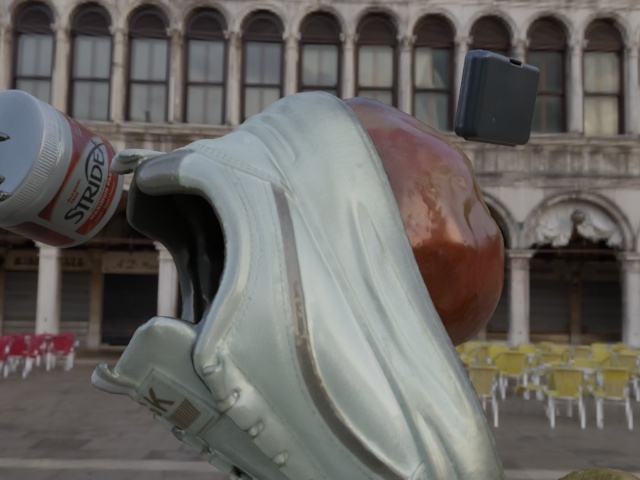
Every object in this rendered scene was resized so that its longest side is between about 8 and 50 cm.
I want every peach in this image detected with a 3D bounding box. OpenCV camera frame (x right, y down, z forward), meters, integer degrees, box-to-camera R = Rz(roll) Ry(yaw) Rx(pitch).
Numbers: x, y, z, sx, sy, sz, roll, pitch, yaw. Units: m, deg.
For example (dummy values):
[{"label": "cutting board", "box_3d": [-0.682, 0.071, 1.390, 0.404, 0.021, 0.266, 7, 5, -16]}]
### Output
[{"label": "peach", "box_3d": [0.048, -0.010, 0.652, 0.214, 0.235, 0.214, -12, -13, -3]}]

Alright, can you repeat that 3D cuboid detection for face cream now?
[{"label": "face cream", "box_3d": [-0.440, -0.106, 1.145, 0.201, 0.201, 0.187, -1, -17, 25]}]

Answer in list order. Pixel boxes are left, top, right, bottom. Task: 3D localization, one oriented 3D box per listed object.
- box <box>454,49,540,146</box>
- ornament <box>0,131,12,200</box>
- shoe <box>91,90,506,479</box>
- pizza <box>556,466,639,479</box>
[{"label": "box", "box_3d": [0.332, -0.259, 1.359, 0.050, 0.160, 0.230, 14, 11, 40]}, {"label": "ornament", "box_3d": [-0.453, -0.049, 0.795, 0.202, 0.236, 0.080, 36, -4, -17]}, {"label": "shoe", "box_3d": [-0.025, 0.073, 0.357, 0.159, 0.316, 0.124, -7, -21, -26]}, {"label": "pizza", "box_3d": [0.179, 0.257, 0.532, 0.058, 0.197, 0.292, 24, -7, 4]}]
